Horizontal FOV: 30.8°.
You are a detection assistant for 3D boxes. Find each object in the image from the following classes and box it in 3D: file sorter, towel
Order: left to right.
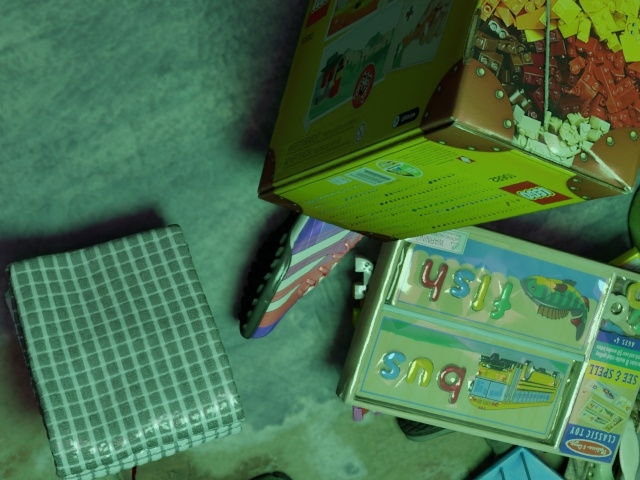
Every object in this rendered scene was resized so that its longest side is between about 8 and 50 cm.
[{"bbox_3d":[-0.240,0.125,1.394,0.235,0.121,0.283,-18,69,-12],"label":"towel"},{"bbox_3d":[0.270,0.402,1.663,0.118,0.104,0.170,40,112,-22],"label":"file sorter"}]

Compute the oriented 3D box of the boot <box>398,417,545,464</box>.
[{"bbox_3d":[0.245,0.275,1.672,0.247,0.083,0.161,-21,117,-7],"label":"boot"}]

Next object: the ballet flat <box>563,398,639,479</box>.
[{"bbox_3d":[0.411,0.366,1.718,0.108,0.106,0.315,-1,104,-34],"label":"ballet flat"}]

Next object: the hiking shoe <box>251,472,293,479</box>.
[{"bbox_3d":[-0.126,0.391,1.563,0.227,0.114,0.086,-25,108,-10],"label":"hiking shoe"}]

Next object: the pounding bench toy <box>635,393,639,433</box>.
[{"bbox_3d":[0.504,0.276,1.744,0.065,0.083,0.052,31,92,-20],"label":"pounding bench toy"}]

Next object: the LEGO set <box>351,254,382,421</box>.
[{"bbox_3d":[0.090,0.124,1.578,0.093,0.087,0.227,0,103,-1],"label":"LEGO set"}]

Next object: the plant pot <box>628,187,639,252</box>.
[{"bbox_3d":[0.570,-0.007,1.605,0.276,0.254,0.276,-5,104,-18],"label":"plant pot"}]

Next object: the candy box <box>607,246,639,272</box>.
[{"bbox_3d":[0.389,0.102,1.656,0.206,0.027,0.105,-33,114,19],"label":"candy box"}]

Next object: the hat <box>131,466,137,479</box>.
[{"bbox_3d":[-0.262,0.203,1.526,0.173,0.183,0.208,25,67,9],"label":"hat"}]

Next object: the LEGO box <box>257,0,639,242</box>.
[{"bbox_3d":[0.143,-0.219,1.248,0.193,0.500,0.372,20,78,-20],"label":"LEGO box"}]

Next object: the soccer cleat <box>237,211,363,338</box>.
[{"bbox_3d":[0.000,0.000,1.514,0.116,0.108,0.318,28,90,-17],"label":"soccer cleat"}]

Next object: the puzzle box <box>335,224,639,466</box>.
[{"bbox_3d":[0.248,0.132,1.546,0.409,0.052,0.272,15,98,-17],"label":"puzzle box"}]
